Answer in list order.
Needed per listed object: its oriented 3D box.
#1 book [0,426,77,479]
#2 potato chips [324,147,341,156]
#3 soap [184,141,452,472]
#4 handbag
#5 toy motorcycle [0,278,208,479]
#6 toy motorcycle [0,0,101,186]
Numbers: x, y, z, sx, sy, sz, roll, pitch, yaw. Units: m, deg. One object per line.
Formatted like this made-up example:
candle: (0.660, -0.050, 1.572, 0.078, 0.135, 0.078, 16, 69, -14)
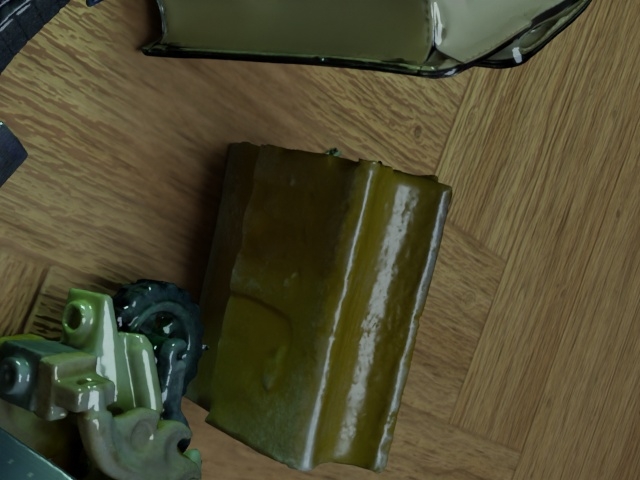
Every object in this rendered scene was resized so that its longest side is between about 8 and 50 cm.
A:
book: (-0.326, 0.204, 0.698, 0.269, 0.190, 0.025, -42, 154, -48)
potato chips: (0.000, 0.000, 1.170, 0.142, 0.026, 0.209, -8, 106, -44)
soap: (-0.020, 0.051, 0.992, 0.143, 0.259, 0.281, 8, 94, -38)
handbag: (0.028, -0.236, 0.870, 0.236, 0.358, 0.160, -31, 122, -39)
toy motorcycle: (-0.208, 0.235, 0.899, 0.237, 0.168, 0.410, 9, 89, -56)
toy motorcycle: (-0.201, -0.193, 0.706, 0.359, 0.212, 0.125, -50, 178, -9)
